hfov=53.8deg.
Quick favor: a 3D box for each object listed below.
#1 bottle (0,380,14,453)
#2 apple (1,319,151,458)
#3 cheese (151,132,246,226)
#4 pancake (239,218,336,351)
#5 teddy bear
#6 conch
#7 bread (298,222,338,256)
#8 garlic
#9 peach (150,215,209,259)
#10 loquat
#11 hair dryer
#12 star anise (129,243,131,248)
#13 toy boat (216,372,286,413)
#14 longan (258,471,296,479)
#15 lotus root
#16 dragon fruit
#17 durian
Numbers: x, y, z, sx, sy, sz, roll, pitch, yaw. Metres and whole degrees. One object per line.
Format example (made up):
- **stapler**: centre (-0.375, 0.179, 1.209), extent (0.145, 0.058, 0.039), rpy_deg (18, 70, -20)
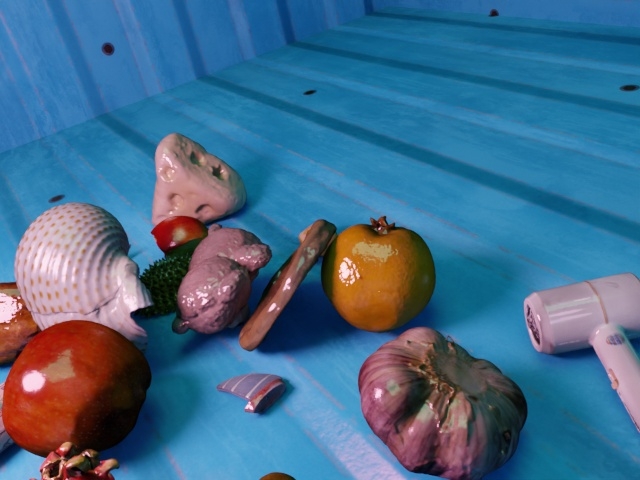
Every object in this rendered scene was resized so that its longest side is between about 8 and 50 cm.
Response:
- **bottle**: centre (-0.550, 0.294, 1.129), extent (0.110, 0.097, 0.209), rpy_deg (31, 46, 17)
- **apple**: centre (-0.394, 0.253, 1.039), extent (0.230, 0.230, 0.230), rpy_deg (-10, 31, 6)
- **cheese**: centre (-0.321, -0.152, 1.665), extent (0.248, 0.251, 0.173), rpy_deg (3, 32, -3)
- **pancake**: centre (-0.059, 0.073, 1.186), extent (0.049, 0.294, 0.294), rpy_deg (36, 41, -3)
- **teddy bear**: centre (-0.195, 0.078, 1.271), extent (0.236, 0.151, 0.267), rpy_deg (-38, 27, 22)
- **conch**: centre (-0.453, 0.095, 1.204), extent (0.215, 0.302, 0.319), rpy_deg (-17, 37, -20)
- **bread**: centre (0.000, 0.000, 1.431), extent (0.082, 0.056, 0.115), rpy_deg (-40, 23, -7)
- **garlic**: centre (0.160, 0.238, 0.890), extent (0.245, 0.160, 0.245), rpy_deg (19, 29, -11)
- **peach**: centre (-0.337, -0.006, 1.536), extent (0.151, 0.151, 0.118), rpy_deg (-19, 76, -9)
- **loquat**: centre (0.107, 0.061, 1.145), extent (0.208, 0.208, 0.208), rpy_deg (-10, 31, 6)
- **hair dryer**: centre (0.436, 0.195, 0.916), extent (0.173, 0.107, 0.357), rpy_deg (-14, 37, 5)
- **star anise**: centre (-0.562, 0.062, 1.554), extent (0.183, 0.065, 0.195), rpy_deg (0, 29, 13)
- **toy boat**: centre (-0.127, 0.252, 1.095), extent (0.122, 0.034, 0.096), rpy_deg (13, 34, 39)
- **longan**: centre (-0.057, 0.361, 0.867), extent (0.075, 0.075, 0.083), rpy_deg (-31, 76, -26)
- **lotus root**: centre (-0.684, 0.176, 1.327), extent (0.291, 0.193, 0.193), rpy_deg (-6, 32, 8)
- **dragon fruit**: centre (-0.325, 0.370, 0.846), extent (0.167, 0.172, 0.160), rpy_deg (-14, 31, -3)
- **durian**: centre (-0.341, 0.090, 1.388), extent (0.221, 0.095, 0.137), rpy_deg (-21, 31, -4)
